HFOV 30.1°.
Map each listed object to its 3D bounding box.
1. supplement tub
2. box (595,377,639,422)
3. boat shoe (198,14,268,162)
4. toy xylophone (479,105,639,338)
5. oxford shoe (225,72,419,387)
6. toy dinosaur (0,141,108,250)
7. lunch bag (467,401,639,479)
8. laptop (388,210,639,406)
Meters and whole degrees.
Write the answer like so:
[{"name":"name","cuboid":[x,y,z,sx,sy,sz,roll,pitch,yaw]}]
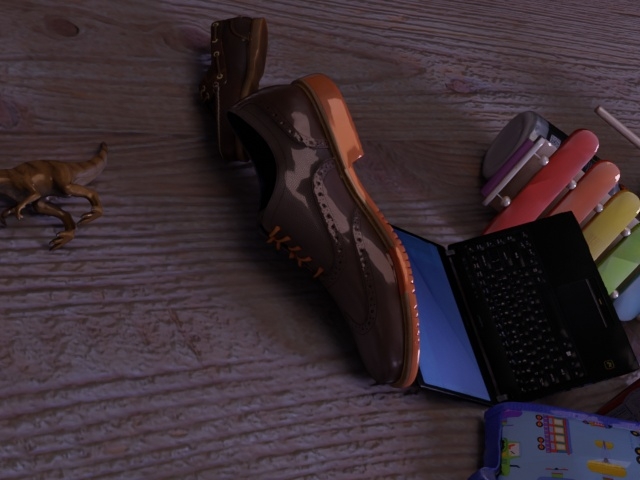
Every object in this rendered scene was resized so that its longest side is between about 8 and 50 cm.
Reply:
[{"name":"supplement tub","cuboid":[0.330,-0.084,1.657,0.190,0.117,0.117,33,40,-13]},{"name":"box","cuboid":[0.478,0.181,1.434,0.122,0.257,0.128,-22,71,-47]},{"name":"boat shoe","cuboid":[-0.107,-0.178,1.405,0.073,0.073,0.207,1,55,5]},{"name":"toy xylophone","cuboid":[0.367,-0.033,1.571,0.322,0.236,0.081,31,14,-13]},{"name":"oxford shoe","cuboid":[0.000,0.000,1.302,0.132,0.130,0.364,-16,76,-22]},{"name":"toy dinosaur","cuboid":[-0.254,-0.057,1.166,0.211,0.064,0.112,-16,66,-48]},{"name":"lunch bag","cuboid":[0.298,0.298,1.292,0.293,0.138,0.221,20,46,-14]},{"name":"laptop","cuboid":[0.213,0.062,1.399,0.264,0.136,0.234,-16,59,0]}]
